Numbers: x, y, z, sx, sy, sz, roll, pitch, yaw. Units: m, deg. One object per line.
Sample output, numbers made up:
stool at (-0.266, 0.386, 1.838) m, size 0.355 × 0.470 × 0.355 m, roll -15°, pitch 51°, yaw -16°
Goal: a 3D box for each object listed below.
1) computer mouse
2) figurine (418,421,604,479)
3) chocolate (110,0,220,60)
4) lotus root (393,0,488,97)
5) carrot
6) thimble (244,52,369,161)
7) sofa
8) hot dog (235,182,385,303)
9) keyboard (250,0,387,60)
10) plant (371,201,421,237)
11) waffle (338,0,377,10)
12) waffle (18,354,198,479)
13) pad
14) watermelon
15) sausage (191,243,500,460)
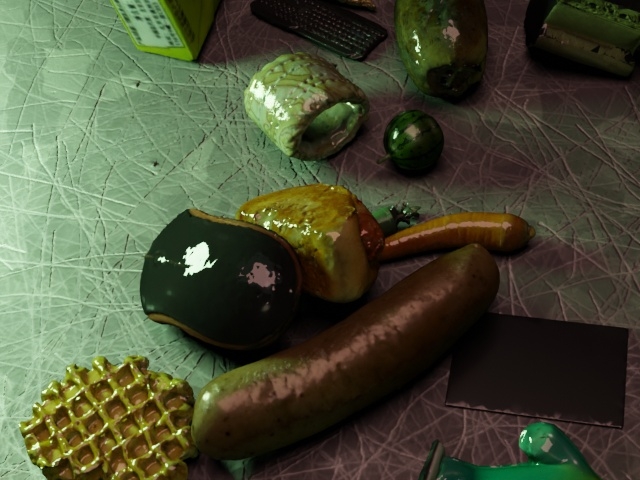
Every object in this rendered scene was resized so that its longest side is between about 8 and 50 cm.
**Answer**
computer mouse at (-0.157, 0.052, 1.669) m, size 0.323 × 0.116 × 0.183 m, roll 14°, pitch 80°, yaw 44°
figurine at (0.263, 0.385, 1.381) m, size 0.340 × 0.231 × 0.323 m, roll 19°, pitch 82°, yaw 10°
chocolate at (-0.287, -0.520, 2.084) m, size 0.137 × 0.301 × 0.288 m, roll -2°, pitch 51°, yaw 22°
lotus root at (0.206, -0.377, 2.004) m, size 0.160 × 0.152 × 0.274 m, roll -11°, pitch 50°, yaw 9°
carrot at (0.192, -0.008, 1.784) m, size 0.271 × 0.066 × 0.062 m, roll -3°, pitch 13°, yaw 7°
thimble at (-0.017, -0.225, 1.924) m, size 0.190 × 0.137 × 0.143 m, roll -25°, pitch 51°, yaw -31°
sofa at (0.479, -0.412, 2.022) m, size 0.200 × 0.182 × 0.258 m, roll 17°, pitch 55°, yaw -3°
hot dog at (0.000, 0.000, 1.717) m, size 0.153 × 0.150 × 0.257 m, roll -24°, pitch 25°, yaw -35°
keyboard at (-0.006, -0.404, 2.132) m, size 0.262 × 0.016 × 0.106 m, roll 29°, pitch 61°, yaw 25°
plant at (0.115, -0.033, 1.814) m, size 0.102 × 0.051 × 0.051 m, roll -22°, pitch 53°, yaw -18°
waffle at (0.021, -0.451, 2.150) m, size 0.097 × 0.023 × 0.152 m, roll -41°, pitch 77°, yaw -6°
waffle at (-0.295, 0.271, 1.621) m, size 0.253 × 0.056 × 0.249 m, roll -4°, pitch 52°, yaw 1°
pad at (0.309, 0.180, 1.655) m, size 0.246 × 0.006 × 0.170 m, roll 6°, pitch 52°, yaw 10°
watermelon at (0.147, -0.160, 1.876) m, size 0.109 × 0.109 × 0.109 m, roll -3°, pitch 52°, yaw 4°
sausage at (0.049, 0.164, 1.619) m, size 0.501 × 0.123 × 0.136 m, roll -28°, pitch 83°, yaw -14°
